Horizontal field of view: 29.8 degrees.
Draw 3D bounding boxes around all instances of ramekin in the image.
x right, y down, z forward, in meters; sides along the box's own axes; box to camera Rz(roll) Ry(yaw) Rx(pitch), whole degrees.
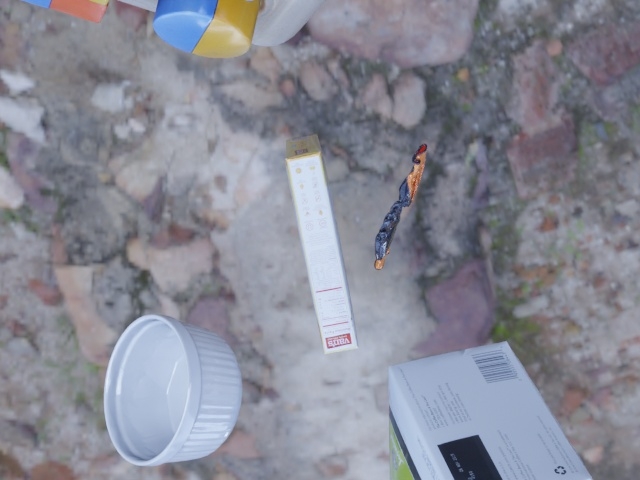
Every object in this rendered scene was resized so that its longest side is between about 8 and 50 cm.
[{"bbox_3d":[-0.201,0.210,1.673,0.109,0.207,0.207,11,136,-42],"label":"ramekin"}]

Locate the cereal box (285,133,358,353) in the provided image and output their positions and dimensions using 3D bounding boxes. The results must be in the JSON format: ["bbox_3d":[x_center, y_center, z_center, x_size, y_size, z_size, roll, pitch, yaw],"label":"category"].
[{"bbox_3d":[0.000,0.000,1.460,0.047,0.173,0.240,-11,103,0],"label":"cereal box"}]

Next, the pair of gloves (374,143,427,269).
[{"bbox_3d":[0.057,-0.025,0.869,0.010,0.083,0.074,23,156,9],"label":"pair of gloves"}]

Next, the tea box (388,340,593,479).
[{"bbox_3d":[0.257,0.400,1.923,0.220,0.329,0.323,-10,128,-12],"label":"tea box"}]

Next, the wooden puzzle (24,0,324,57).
[{"bbox_3d":[-0.136,-0.244,1.001,0.348,0.080,0.322,11,165,-17],"label":"wooden puzzle"}]
